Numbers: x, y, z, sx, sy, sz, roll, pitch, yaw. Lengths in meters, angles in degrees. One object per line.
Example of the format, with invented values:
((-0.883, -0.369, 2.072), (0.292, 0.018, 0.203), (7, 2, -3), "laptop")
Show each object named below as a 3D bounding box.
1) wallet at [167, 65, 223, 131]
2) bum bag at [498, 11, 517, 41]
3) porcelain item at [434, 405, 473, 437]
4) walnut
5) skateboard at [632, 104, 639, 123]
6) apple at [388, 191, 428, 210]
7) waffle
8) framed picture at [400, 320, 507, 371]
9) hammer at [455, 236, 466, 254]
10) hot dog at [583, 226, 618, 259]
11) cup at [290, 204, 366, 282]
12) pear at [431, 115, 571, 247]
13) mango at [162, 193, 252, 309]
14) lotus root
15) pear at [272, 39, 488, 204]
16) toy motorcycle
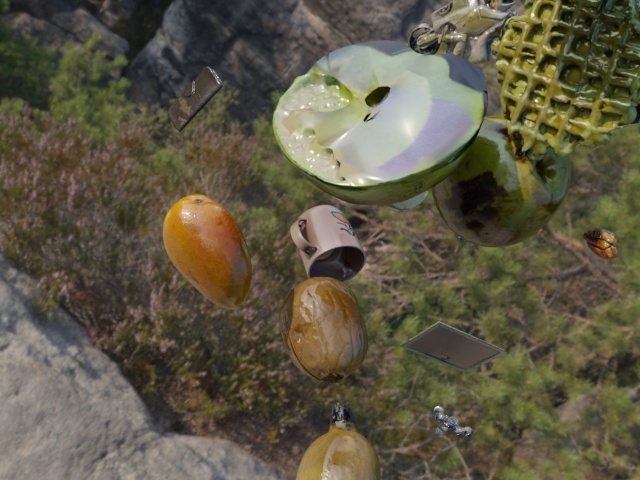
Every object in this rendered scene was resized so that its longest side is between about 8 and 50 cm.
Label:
((-0.292, -0.329, 1.501), (0.018, 0.157, 0.082), (21, 33, -57), "wallet")
((0.459, -0.434, 1.447), (0.069, 0.102, 0.248), (7, 31, -14), "bum bag")
((0.349, 0.514, 1.787), (0.075, 0.021, 0.136), (-27, 34, -27), "porcelain item")
((0.006, 0.170, 1.235), (0.167, 0.167, 0.207), (-3, 72, -47), "walnut")
((0.635, -0.241, 1.154), (0.080, 0.151, 0.067), (-18, 113, -46), "skateboard")
((0.218, -0.249, 1.942), (0.251, 0.293, 0.163), (11, 6, -40), "apple")
((0.428, -0.305, 1.122), (0.073, 0.297, 0.317), (4, 68, -37), "waffle")
((0.428, 0.347, 2.089), (0.273, 0.216, 0.016), (24, 52, -18), "framed picture")
((0.338, 0.010, 1.557), (0.035, 0.110, 0.019), (-26, 70, -11), "hammer")
((0.561, 0.003, 1.301), (0.144, 0.038, 0.062), (-50, 129, -78), "hot dog")
((0.000, 0.000, 2.022), (0.253, 0.191, 0.200), (22, 34, -42), "cup")
((0.366, -0.120, 1.325), (0.283, 0.283, 0.283), (27, 40, -25), "pear")
((-0.193, 0.028, 1.122), (0.102, 0.141, 0.217), (-77, 145, -70), "mango")
((0.041, 0.496, 1.377), (0.183, 0.183, 0.310), (28, 53, -24), "lotus root")
((0.112, -0.194, 1.218), (0.165, 0.399, 0.399), (70, 10, -50), "pear")
((0.418, -0.577, 1.806), (0.223, 0.341, 0.108), (57, 33, -11), "toy motorcycle")
